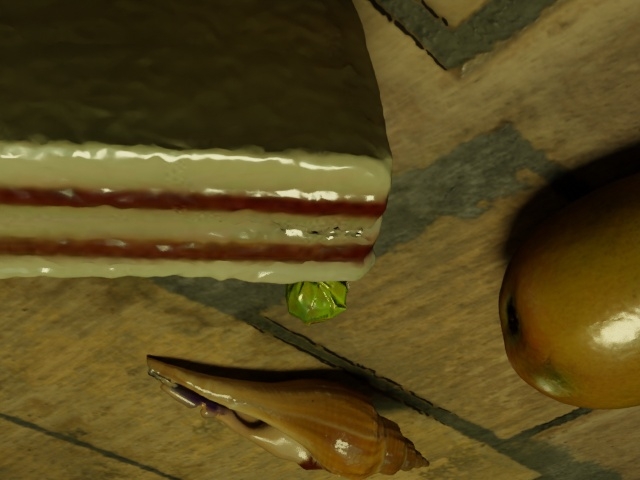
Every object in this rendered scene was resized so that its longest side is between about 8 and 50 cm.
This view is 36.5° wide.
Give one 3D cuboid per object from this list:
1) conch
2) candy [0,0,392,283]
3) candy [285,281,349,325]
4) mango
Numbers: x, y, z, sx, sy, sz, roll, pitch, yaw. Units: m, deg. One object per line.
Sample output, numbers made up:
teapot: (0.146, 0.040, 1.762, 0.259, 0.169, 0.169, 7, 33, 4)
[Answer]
conch: (-0.030, 0.182, 1.049, 0.330, 0.093, 0.109, 26, 154, -6)
candy: (-0.122, -0.076, 0.624, 0.321, 0.179, 0.135, 1, 142, -7)
candy: (0.000, 0.000, 0.848, 0.058, 0.062, 0.193, 32, 140, 26)
mango: (0.301, 0.030, 0.816, 0.317, 0.173, 0.211, -23, 139, 12)
